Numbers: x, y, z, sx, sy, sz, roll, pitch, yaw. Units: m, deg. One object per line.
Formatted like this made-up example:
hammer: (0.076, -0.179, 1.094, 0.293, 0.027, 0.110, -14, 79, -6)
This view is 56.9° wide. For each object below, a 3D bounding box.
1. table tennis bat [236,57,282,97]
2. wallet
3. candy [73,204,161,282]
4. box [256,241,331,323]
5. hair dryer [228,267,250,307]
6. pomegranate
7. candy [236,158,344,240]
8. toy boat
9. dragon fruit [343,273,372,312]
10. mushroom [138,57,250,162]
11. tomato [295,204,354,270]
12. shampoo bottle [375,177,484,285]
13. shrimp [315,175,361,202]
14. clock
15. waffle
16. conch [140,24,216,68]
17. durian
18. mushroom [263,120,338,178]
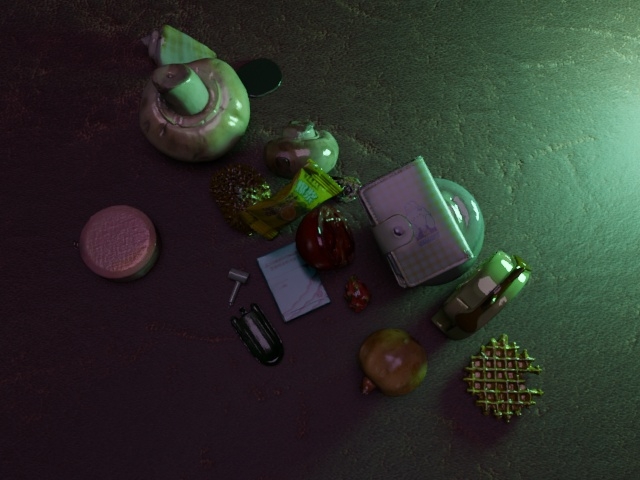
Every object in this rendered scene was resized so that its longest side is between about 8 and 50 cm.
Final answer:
table tennis bat: (-0.251, -0.548, 2.054, 0.247, 0.022, 0.138, -29, 78, -9)
wallet: (0.251, -0.047, 1.599, 0.223, 0.077, 0.309, -26, 86, -1)
candy: (-0.638, 0.011, 1.865, 0.256, 0.094, 0.255, 0, 75, -1)
box: (-0.086, 0.128, 1.869, 0.161, 0.042, 0.226, -25, 77, -7)
hair dryer: (-0.273, 0.152, 1.869, 0.063, 0.038, 0.124, 19, 83, 6)
pomegranate: (0.213, 0.358, 1.744, 0.207, 0.207, 0.207, 0, 76, -1)
candy: (-0.091, -0.115, 1.824, 0.297, 0.187, 0.081, -37, 47, 13)
toy boat: (-0.190, 0.292, 1.823, 0.104, 0.052, 0.210, -34, 80, -11)
dragon fruit: (0.113, 0.163, 1.840, 0.081, 0.086, 0.116, -21, 87, -11)
mushroom: (-0.406, -0.444, 1.892, 0.353, 0.353, 0.325, 27, 51, 6)
tomato: (0.000, 0.000, 1.834, 0.140, 0.233, 0.200, -16, 81, 25)
shampoo bottle: (0.329, -0.028, 1.774, 0.323, 0.317, 0.322, 0, 74, -1)
shrimp: (0.055, -0.173, 1.954, 0.161, 0.034, 0.091, 7, 76, 0)
clock: (0.472, 0.149, 1.714, 0.286, 0.348, 0.117, -43, 80, -11)
waffle: (0.554, 0.421, 1.799, 0.232, 0.051, 0.228, -40, 80, -9)
conch: (-0.489, -0.657, 2.023, 0.255, 0.127, 0.158, 7, 75, 0)
durian: (-0.256, -0.156, 1.900, 0.183, 0.138, 0.249, -30, 72, 1)
mushroom: (-0.061, -0.283, 1.876, 0.255, 0.255, 0.184, 6, 109, 1)
